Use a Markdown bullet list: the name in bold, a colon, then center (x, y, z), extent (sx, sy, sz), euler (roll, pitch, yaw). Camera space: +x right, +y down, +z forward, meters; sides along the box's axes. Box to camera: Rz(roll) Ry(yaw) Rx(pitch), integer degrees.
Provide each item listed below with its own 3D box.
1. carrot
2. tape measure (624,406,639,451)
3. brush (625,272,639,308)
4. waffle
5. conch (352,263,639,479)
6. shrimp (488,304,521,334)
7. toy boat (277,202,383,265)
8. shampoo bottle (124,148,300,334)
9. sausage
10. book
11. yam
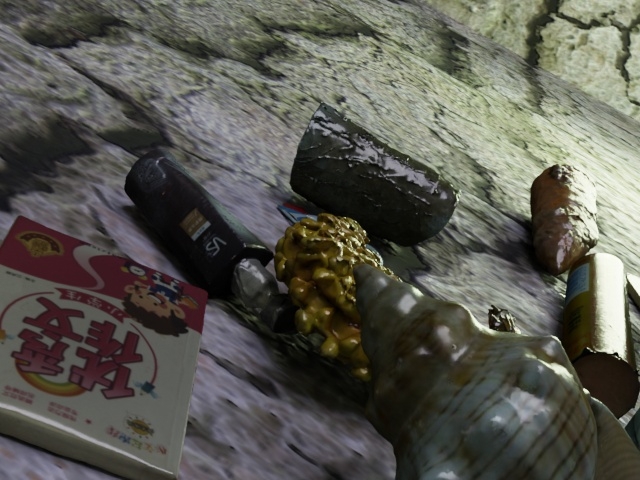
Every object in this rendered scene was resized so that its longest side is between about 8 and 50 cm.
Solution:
- **carrot**: center (0.319, -0.017, 1.321), extent (0.102, 0.102, 0.263), euler (29, 30, 2)
- **tape measure**: center (0.378, 0.209, 0.826), extent (0.256, 0.147, 0.275), euler (25, 22, -5)
- **brush**: center (0.436, 0.124, 1.223), extent (0.085, 0.020, 0.336), euler (23, 23, -9)
- **waffle**: center (0.044, 0.054, 0.820), extent (0.193, 0.070, 0.197), euler (40, 15, -17)
- **conch**: center (0.135, 0.177, 0.639), extent (0.203, 0.169, 0.386), euler (-33, 96, -39)
- **shrimp**: center (0.161, 0.114, 0.933), extent (0.124, 0.034, 0.178), euler (10, 33, -22)
- **toy boat**: center (0.011, 0.004, 1.011), extent (0.105, 0.034, 0.149), euler (17, 13, -17)
- **shampoo bottle**: center (-0.090, 0.004, 0.853), extent (0.207, 0.057, 0.063), euler (45, 12, 28)
- **sausage**: center (0.303, 0.083, 1.097), extent (0.082, 0.082, 0.371), euler (30, 22, 4)
- **book**: center (-0.163, 0.066, 0.686), extent (0.162, 0.022, 0.232), euler (22, 23, -12)
- **yam**: center (0.054, -0.062, 1.087), extent (0.183, 0.107, 0.107), euler (29, 23, -4)
